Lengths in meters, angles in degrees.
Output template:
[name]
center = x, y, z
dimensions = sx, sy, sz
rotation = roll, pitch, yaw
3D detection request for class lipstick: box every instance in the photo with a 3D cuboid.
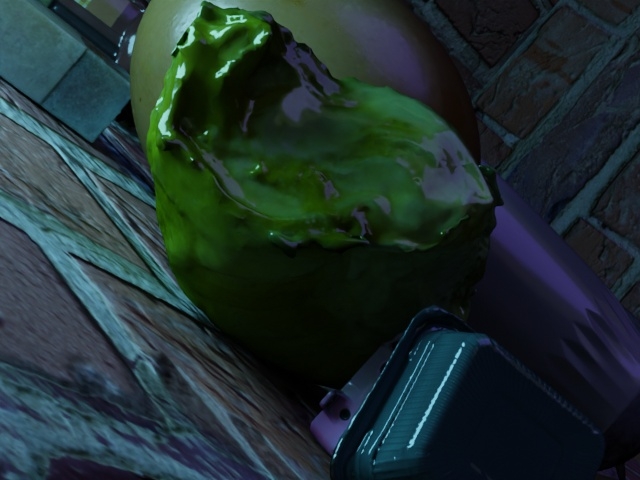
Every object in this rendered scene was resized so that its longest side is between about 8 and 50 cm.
[lipstick]
center = -0.338, -0.234, 1.264
dimensions = 0.371, 0.076, 0.080
rotation = 38, 8, -30

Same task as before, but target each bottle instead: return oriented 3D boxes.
[bottle]
center = -0.224, -0.211, 1.609
dimensions = 0.271, 0.143, 0.156
rotation = 37, -33, -9

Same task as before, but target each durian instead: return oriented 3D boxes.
[durian]
center = 0.001, -0.001, 1.047
dimensions = 0.255, 0.204, 0.340
rotation = 16, -41, 12

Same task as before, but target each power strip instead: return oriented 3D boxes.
[power strip]
center = 0.092, 0.144, 1.065
dimensions = 0.037, 0.109, 0.279
rotation = 46, 7, 32

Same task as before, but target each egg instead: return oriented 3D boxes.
[egg]
center = -0.015, -0.111, 1.294
dimensions = 0.374, 0.301, 0.301
rotation = 56, 5, -3

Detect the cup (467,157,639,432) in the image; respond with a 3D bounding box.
[cup]
center = 0.195, 0.083, 1.599
dimensions = 0.371, 0.253, 0.253
rotation = 45, 6, 5

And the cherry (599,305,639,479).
[cherry]
center = 0.387, 0.211, 1.935
dimensions = 0.255, 0.218, 0.296
rotation = -22, 81, -44

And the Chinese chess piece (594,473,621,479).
[Chinese chess piece]
center = 0.324, 0.303, 1.476
dimensions = 0.144, 0.059, 0.144
rotation = 15, 6, -2

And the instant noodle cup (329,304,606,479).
[instant noodle cup]
center = 0.112, 0.145, 0.913
dimensions = 0.179, 0.157, 0.070
rotation = 39, -27, -15
